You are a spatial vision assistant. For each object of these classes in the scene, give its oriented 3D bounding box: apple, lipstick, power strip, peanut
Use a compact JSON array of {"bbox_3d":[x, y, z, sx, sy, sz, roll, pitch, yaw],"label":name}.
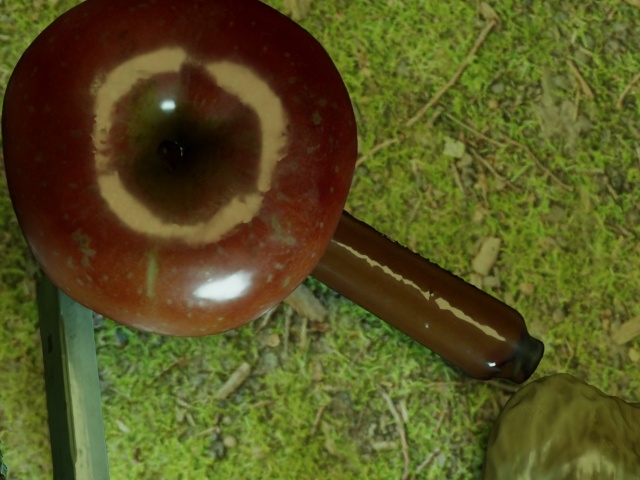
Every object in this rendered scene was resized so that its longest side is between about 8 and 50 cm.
[{"bbox_3d":[-0.108,-0.061,1.298,0.260,0.216,0.260,0,89,-8],"label":"apple"},{"bbox_3d":[0.000,0.000,1.465,0.418,0.077,0.077,31,68,-9],"label":"lipstick"},{"bbox_3d":[-0.191,0.111,1.370,0.029,0.080,0.226,-2,76,-21],"label":"power strip"},{"bbox_3d":[0.244,0.214,1.463,0.233,0.110,0.196,14,66,-14],"label":"peanut"}]

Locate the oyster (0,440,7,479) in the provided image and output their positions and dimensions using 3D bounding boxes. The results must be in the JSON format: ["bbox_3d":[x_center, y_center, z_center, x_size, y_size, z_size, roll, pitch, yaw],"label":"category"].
[{"bbox_3d":[-0.307,0.197,1.309,0.260,0.092,0.198,33,67,3],"label":"oyster"}]
